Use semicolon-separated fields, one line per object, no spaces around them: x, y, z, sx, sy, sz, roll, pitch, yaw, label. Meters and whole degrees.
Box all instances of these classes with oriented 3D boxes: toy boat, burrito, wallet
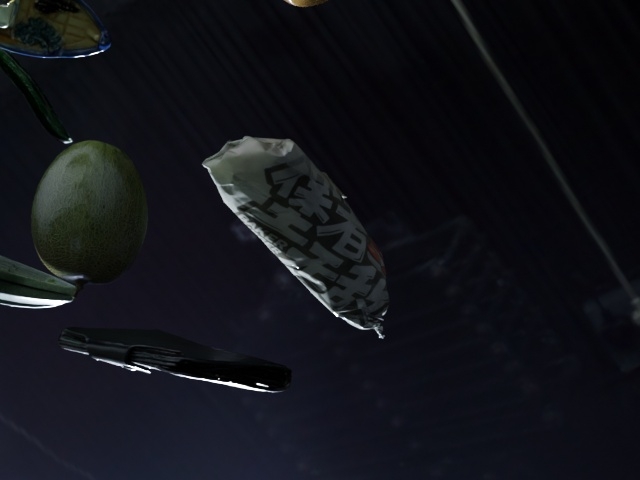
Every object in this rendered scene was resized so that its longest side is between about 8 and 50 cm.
-0.473;0.019;1.364;0.141;0.319;0.092;-156;-94;-79;toy boat
0.000;0.000;1.600;0.139;0.445;0.101;-36;-147;8;burrito
-0.191;0.144;1.300;0.318;0.172;0.045;5;-95;50;wallet
-0.420;-0.317;1.452;0.115;0.262;0.114;-121;-132;-62;toy boat

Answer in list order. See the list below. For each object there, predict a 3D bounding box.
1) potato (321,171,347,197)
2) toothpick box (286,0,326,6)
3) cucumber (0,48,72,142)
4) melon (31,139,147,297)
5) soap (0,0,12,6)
-0.022;-0.078;1.710;0.122;0.086;0.061;10;121;-52;potato
-0.056;-0.466;1.385;0.192;0.294;0.192;-29;164;-9;toothpick box
-0.445;-0.226;1.618;0.036;0.184;0.033;-27;-170;48;cucumber
-0.278;-0.024;1.259;0.139;0.139;0.192;-16;-116;56;melon
-0.375;-0.398;1.184;0.076;0.135;0.233;-46;157;-54;soap
